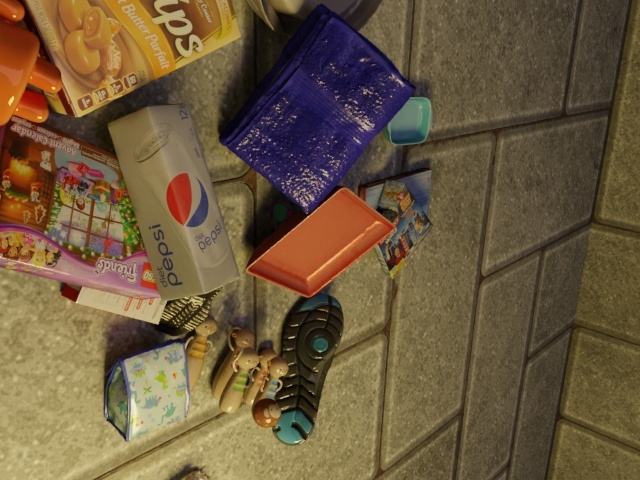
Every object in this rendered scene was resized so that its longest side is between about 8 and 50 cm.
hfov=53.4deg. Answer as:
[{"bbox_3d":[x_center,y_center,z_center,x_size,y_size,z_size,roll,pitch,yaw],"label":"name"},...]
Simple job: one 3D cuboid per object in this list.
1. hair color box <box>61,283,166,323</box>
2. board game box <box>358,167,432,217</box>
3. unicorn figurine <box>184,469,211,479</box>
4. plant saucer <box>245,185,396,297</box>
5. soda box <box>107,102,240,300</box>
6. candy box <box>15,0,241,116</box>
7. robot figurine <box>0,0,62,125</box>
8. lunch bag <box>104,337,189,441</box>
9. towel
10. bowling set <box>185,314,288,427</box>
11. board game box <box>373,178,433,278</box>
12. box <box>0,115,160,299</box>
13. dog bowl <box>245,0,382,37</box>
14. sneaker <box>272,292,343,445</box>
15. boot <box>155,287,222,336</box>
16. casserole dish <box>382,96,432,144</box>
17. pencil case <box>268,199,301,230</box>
[{"bbox_3d":[-0.328,0.073,1.051,0.167,0.053,0.093,28,80,-49],"label":"hair color box"},{"bbox_3d":[0.190,-0.092,1.615,0.281,0.027,0.145,-19,117,-45],"label":"board game box"},{"bbox_3d":[-0.266,0.511,1.264,0.162,0.111,0.060,-2,116,-34],"label":"unicorn figurine"},{"bbox_3d":[0.000,0.000,1.317,0.258,0.048,0.259,-40,149,13],"label":"plant saucer"},{"bbox_3d":[-0.222,-0.058,0.975,0.091,0.098,0.286,-24,101,-56],"label":"soda box"},{"bbox_3d":[-0.277,-0.331,0.929,0.316,0.087,0.183,-39,131,-33],"label":"candy box"},{"bbox_3d":[-0.424,-0.216,0.751,0.219,0.158,0.128,24,54,-33],"label":"robot figurine"},{"bbox_3d":[-0.302,0.252,1.116,0.129,0.096,0.151,-15,124,-46],"label":"lunch bag"},{"bbox_3d":[-0.009,-0.224,1.124,0.227,0.076,0.308,38,104,-9],"label":"towel"},{"bbox_3d":[-0.127,0.265,1.254,0.287,0.200,0.154,31,79,-54],"label":"bowling set"},{"bbox_3d":[0.182,-0.042,1.555,0.194,0.060,0.194,-49,135,-25],"label":"board game box"},{"bbox_3d":[-0.347,-0.039,0.927,0.293,0.057,0.201,23,63,-51],"label":"box"},{"bbox_3d":[-0.006,-0.516,1.107,0.349,0.102,0.349,-31,140,-31],"label":"dog bowl"},{"bbox_3d":[-0.041,0.285,1.441,0.139,0.125,0.341,108,0,-74],"label":"sneaker"},{"bbox_3d":[-0.228,0.070,1.156,0.077,0.137,0.198,30,120,-29],"label":"boot"},{"bbox_3d":[0.208,-0.293,1.552,0.188,0.037,0.114,-14,114,-45],"label":"casserole dish"},{"bbox_3d":[-0.038,-0.043,1.332,0.151,0.070,0.064,9,97,-51],"label":"pencil case"}]
